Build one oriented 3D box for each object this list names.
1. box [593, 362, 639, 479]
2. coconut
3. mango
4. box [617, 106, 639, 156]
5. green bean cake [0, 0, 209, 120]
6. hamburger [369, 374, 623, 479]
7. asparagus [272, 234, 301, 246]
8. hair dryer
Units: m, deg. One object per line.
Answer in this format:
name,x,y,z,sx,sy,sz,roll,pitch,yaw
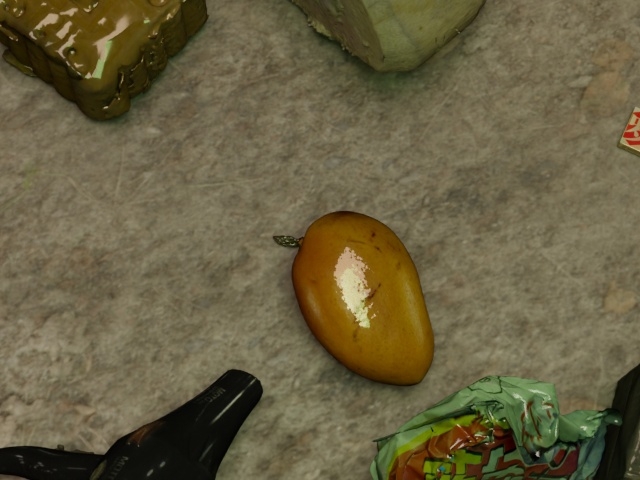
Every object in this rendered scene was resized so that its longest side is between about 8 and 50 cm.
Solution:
box,0.436,0.241,1.293,0.231,0.155,0.149,18,68,4
coconut,0.087,-0.372,1.413,0.254,0.297,0.297,-42,78,-12
mango,0.053,0.070,1.348,0.145,0.112,0.219,-26,77,-17
box,0.427,-0.125,1.488,0.093,0.015,0.058,26,70,5
green bean cake,-0.276,-0.287,1.440,0.229,0.131,0.224,38,74,10
hamburger,0.163,0.224,1.264,0.276,0.260,0.150,9,39,-34
asparagus,0.000,0.000,1.421,0.114,0.014,0.015,-1,37,-5
hair dryer,-0.259,0.217,1.270,0.359,0.120,0.304,2,27,23
